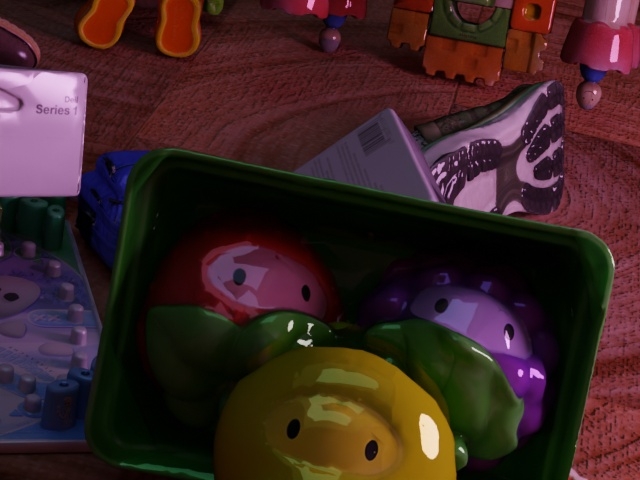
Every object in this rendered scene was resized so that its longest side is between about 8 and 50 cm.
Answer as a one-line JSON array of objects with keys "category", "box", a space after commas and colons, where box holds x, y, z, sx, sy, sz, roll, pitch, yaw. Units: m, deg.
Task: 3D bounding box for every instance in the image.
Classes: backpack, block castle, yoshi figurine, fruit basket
[{"category": "backpack", "box": [-0.177, -0.024, 1.605, 0.098, 0.101, 0.120, -9, 35, -22]}, {"category": "block castle", "box": [0.176, -0.299, 2.093, 0.453, 0.213, 0.303, 12, 10, 12]}, {"category": "yoshi figurine", "box": [-0.244, -0.364, 2.235, 0.203, 0.203, 0.362, -25, 39, 16]}, {"category": "fruit basket", "box": [0.015, 0.102, 1.218, 0.392, 0.283, 0.392, 11, 8, -2]}]

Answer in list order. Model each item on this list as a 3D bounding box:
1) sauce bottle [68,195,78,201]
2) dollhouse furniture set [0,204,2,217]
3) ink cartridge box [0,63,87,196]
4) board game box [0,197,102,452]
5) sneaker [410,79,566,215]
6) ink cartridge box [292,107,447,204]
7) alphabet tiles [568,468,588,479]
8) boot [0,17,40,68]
[{"category": "sauce bottle", "box": [-0.273, -0.081, 1.742, 0.042, 0.042, 0.128, -6, 30, -31]}, {"category": "dollhouse furniture set", "box": [-0.290, 0.018, 1.386, 0.059, 0.076, 0.151, 4, 26, -18]}, {"category": "ink cartridge box", "box": [-0.373, -0.109, 1.537, 0.201, 0.117, 0.278, -2, 8, -41]}, {"category": "board game box", "box": [-0.379, 0.050, 1.429, 0.390, 0.050, 0.390, 1, 28, -19]}, {"category": "sneaker", "box": [0.146, -0.095, 1.843, 0.182, 0.158, 0.410, 11, 19, 29]}, {"category": "ink cartridge box", "box": [0.000, 0.000, 1.564, 0.239, 0.060, 0.275, -34, 21, 8]}, {"category": "alphabet tiles", "box": [0.132, 0.249, 1.268, 0.284, 0.021, 0.278, 9, 29, -4]}, {"category": "boot", "box": [-0.428, -0.151, 1.748, 0.248, 0.090, 0.207, 10, 57, -11]}]
